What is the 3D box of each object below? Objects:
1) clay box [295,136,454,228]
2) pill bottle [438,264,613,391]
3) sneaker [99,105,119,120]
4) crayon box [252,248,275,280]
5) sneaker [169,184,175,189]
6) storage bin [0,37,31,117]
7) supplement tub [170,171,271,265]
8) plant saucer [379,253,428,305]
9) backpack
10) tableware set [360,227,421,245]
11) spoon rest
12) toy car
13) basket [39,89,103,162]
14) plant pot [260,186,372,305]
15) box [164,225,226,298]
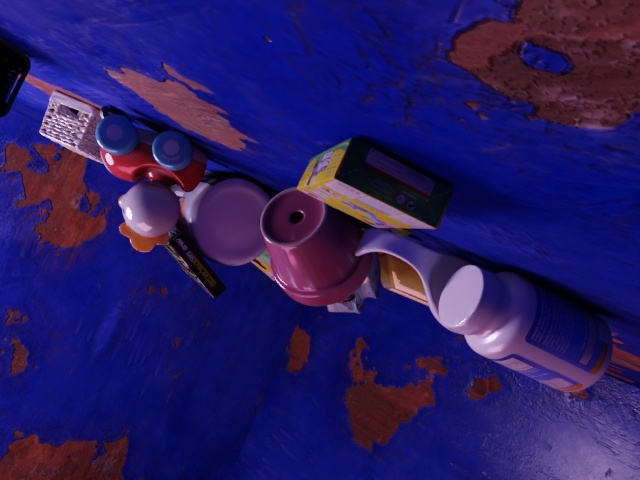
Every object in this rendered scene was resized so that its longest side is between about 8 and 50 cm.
[{"bbox_3d":[0.051,-0.062,0.666,0.127,0.053,0.222,25,177,-14],"label":"clay box"},{"bbox_3d":[0.343,0.144,0.934,0.271,0.152,0.152,26,175,-17],"label":"pill bottle"},{"bbox_3d":[-0.434,-0.250,1.125,0.043,0.040,0.109,35,171,2],"label":"sneaker"},{"bbox_3d":[-0.078,0.022,1.428,0.322,0.083,0.203,-4,141,50],"label":"crayon box"},{"bbox_3d":[-0.408,-0.137,1.694,0.147,0.145,0.384,27,177,-29],"label":"sneaker"},{"bbox_3d":[-0.583,-0.290,0.874,0.084,0.122,0.180,21,175,33],"label":"storage bin"},{"bbox_3d":[-0.262,-0.064,1.349,0.207,0.207,0.338,26,175,-28],"label":"supplement tub"},{"bbox_3d":[0.311,0.141,1.539,0.332,0.081,0.333,22,176,2],"label":"plant saucer"},{"bbox_3d":[0.061,0.070,1.209,0.144,0.166,0.188,1,140,6],"label":"backpack"},{"bbox_3d":[0.151,-0.004,1.057,0.104,0.024,0.154,11,167,33],"label":"tableware set"},{"bbox_3d":[0.197,0.066,0.981,0.276,0.137,0.084,31,158,-14],"label":"spoon rest"},{"bbox_3d":[-0.355,-0.099,1.104,0.210,0.238,0.219,15,176,-5],"label":"toy car"},{"bbox_3d":[-0.553,-0.256,1.271,0.113,0.103,0.167,23,175,5],"label":"basket"},{"bbox_3d":[-0.021,0.000,1.036,0.201,0.201,0.180,22,160,31],"label":"plant pot"},{"bbox_3d":[-0.310,0.027,1.236,0.190,0.045,0.184,28,153,50],"label":"box"}]
